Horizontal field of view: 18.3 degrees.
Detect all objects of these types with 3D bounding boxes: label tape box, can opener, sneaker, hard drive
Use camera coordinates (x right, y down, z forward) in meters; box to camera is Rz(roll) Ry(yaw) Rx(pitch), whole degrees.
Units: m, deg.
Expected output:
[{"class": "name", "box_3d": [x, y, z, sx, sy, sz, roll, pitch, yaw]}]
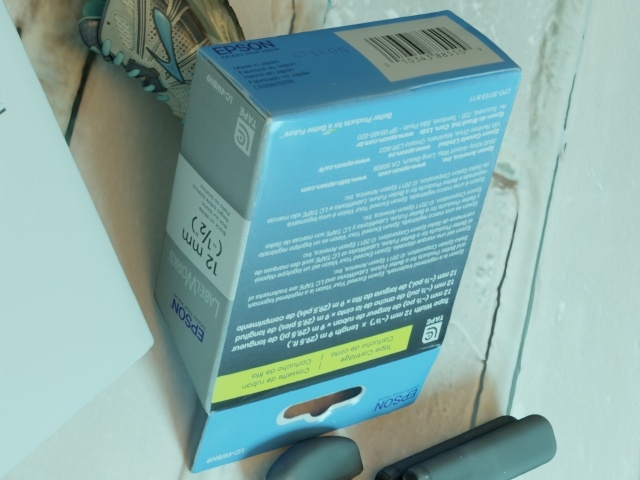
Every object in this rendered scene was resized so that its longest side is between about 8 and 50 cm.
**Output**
[{"class": "label tape box", "box_3d": [0.000, 0.000, 1.601, 0.249, 0.115, 0.348, -13, 134, -34]}, {"class": "can opener", "box_3d": [0.078, 0.186, 1.686, 0.283, 0.076, 0.095, -19, 95, -37]}, {"class": "sneaker", "box_3d": [-0.126, -0.166, 1.589, 0.122, 0.110, 0.283, -19, 111, -2]}, {"class": "hard drive", "box_3d": [-0.269, -0.002, 1.418, 0.233, 0.047, 0.353, -41, 125, -32]}]
